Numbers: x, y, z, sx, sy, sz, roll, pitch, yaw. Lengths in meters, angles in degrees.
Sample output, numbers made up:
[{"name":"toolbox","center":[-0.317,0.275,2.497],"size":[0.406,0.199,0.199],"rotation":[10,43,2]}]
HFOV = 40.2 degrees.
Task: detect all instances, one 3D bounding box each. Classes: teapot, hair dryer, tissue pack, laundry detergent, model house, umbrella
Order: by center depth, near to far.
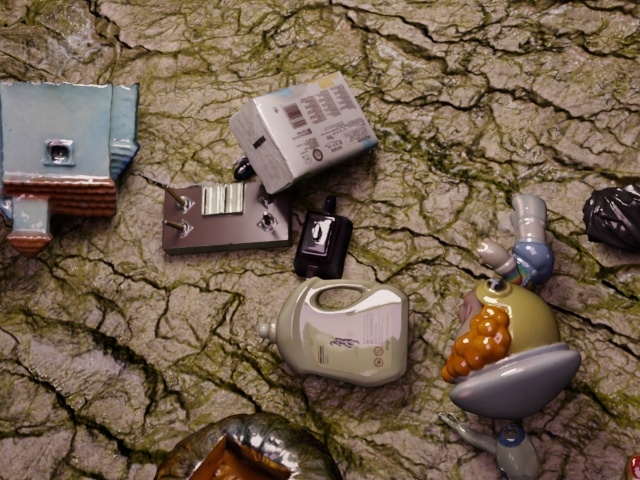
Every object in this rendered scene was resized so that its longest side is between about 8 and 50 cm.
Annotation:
[{"name":"hair dryer","center":[0.277,0.357,1.396],"size":[0.067,0.199,0.167],"rotation":[-32,105,-27]},{"name":"umbrella","center":[0.595,0.007,1.434],"size":[0.340,0.118,0.118],"rotation":[26,78,18]},{"name":"laundry detergent","center":[0.023,0.154,1.481],"size":[0.253,0.091,0.181],"rotation":[2,90,7]},{"name":"teapot","center":[0.000,0.000,1.552],"size":[0.087,0.096,0.177],"rotation":[10,73,14]},{"name":"tissue pack","center":[-0.041,-0.184,1.560],"size":[0.229,0.145,0.159],"rotation":[-28,88,-42]},{"name":"model house","center":[-0.490,-0.134,1.649],"size":[0.294,0.251,0.330],"rotation":[0,94,-13]}]

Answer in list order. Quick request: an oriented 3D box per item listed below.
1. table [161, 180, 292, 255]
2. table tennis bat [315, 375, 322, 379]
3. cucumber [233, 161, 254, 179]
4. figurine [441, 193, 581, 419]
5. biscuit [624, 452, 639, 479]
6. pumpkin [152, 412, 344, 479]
[{"name":"table","center":[-0.178,-0.054,1.597],"size":[0.240,0.111,0.122],"rotation":[-5,70,9]},{"name":"table tennis bat","center":[-0.024,0.209,1.533],"size":[0.050,0.007,0.083],"rotation":[-36,67,-3]},{"name":"cucumber","center":[-0.113,-0.158,1.663],"size":[0.133,0.032,0.032],"rotation":[-38,69,-3]},{"name":"figurine","center":[0.322,0.098,1.392],"size":[0.205,0.224,0.382],"rotation":[12,73,11]},{"name":"biscuit","center":[0.531,0.420,1.337],"size":[0.301,0.049,0.197],"rotation":[-11,68,8]},{"name":"pumpkin","center":[-0.116,0.415,1.353],"size":[0.320,0.192,0.321],"rotation":[-6,48,6]}]
